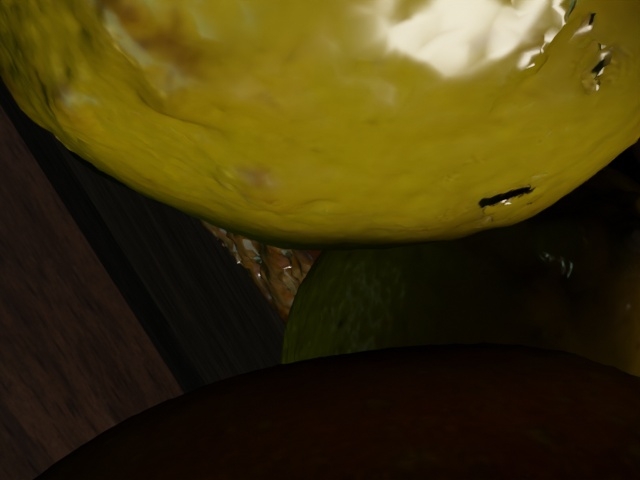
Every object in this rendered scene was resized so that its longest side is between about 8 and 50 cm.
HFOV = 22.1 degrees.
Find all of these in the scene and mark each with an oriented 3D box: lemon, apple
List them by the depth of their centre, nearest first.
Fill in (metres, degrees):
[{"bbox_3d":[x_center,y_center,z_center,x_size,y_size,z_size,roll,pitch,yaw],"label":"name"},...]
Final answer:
[{"bbox_3d":[0.010,-0.119,0.497,0.260,0.260,0.284,47,161,25],"label":"lemon"},{"bbox_3d":[0.038,0.209,0.550,0.374,0.384,0.374,180,90,-89],"label":"apple"},{"bbox_3d":[0.084,0.061,0.778,0.204,0.204,0.260,51,143,9],"label":"lemon"}]

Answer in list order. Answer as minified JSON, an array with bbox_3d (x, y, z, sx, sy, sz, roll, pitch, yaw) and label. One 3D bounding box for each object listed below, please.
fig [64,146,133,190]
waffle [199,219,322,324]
[{"bbox_3d":[-0.021,-0.092,0.822,0.245,0.195,0.195,28,160,14],"label":"fig"},{"bbox_3d":[0.001,-0.001,1.165,0.308,0.091,0.213,49,167,21],"label":"waffle"}]
